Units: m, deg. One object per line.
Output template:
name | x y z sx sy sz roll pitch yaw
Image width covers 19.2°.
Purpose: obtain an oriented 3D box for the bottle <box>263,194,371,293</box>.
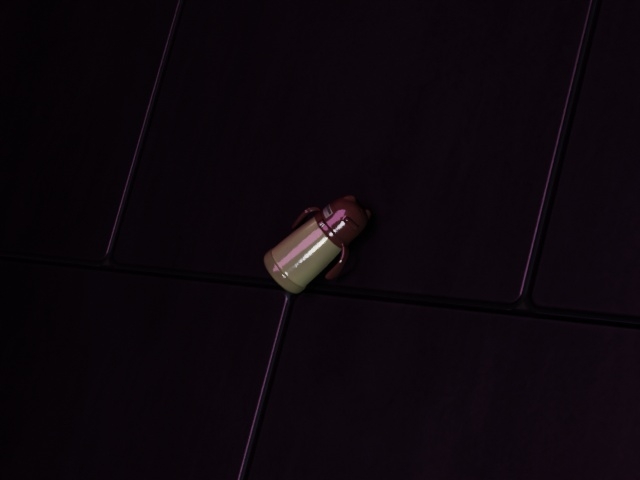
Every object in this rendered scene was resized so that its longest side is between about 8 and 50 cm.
bottle | 0.001 0.001 1.662 0.101 0.047 0.063 -41 88 14
